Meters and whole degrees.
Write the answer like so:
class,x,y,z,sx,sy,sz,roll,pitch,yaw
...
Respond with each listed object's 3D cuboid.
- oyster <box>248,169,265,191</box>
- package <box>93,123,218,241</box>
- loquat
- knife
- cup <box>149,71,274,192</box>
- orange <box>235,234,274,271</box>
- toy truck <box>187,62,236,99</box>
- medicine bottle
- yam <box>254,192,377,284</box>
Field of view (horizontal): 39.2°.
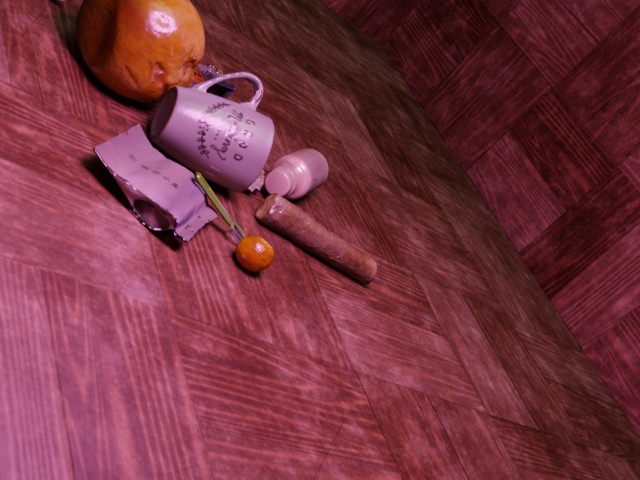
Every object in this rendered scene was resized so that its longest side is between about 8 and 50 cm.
class,x,y,z,sx,sy,sz,roll,pitch,yaw
oyster,-0.182,-0.169,2.168,0.121,0.045,0.146,23,38,-49
package,-0.325,-0.108,1.784,0.251,0.062,0.204,47,22,-4
loquat,-0.400,-0.453,2.014,0.283,0.276,0.276,33,14,29
knife,-0.205,-0.065,1.891,0.212,0.015,0.054,57,16,-30
cup,-0.233,-0.270,2.001,0.234,0.258,0.186,26,-8,-28
orange,-0.137,0.028,1.871,0.083,0.070,0.083,42,10,-9
toy truck,-0.306,-0.404,2.314,0.192,0.083,0.092,11,45,-55
medicine bottle,-0.066,-0.163,2.271,0.114,0.114,0.252,46,22,4
yam,0.000,0.000,2.158,0.356,0.081,0.081,32,25,-31
